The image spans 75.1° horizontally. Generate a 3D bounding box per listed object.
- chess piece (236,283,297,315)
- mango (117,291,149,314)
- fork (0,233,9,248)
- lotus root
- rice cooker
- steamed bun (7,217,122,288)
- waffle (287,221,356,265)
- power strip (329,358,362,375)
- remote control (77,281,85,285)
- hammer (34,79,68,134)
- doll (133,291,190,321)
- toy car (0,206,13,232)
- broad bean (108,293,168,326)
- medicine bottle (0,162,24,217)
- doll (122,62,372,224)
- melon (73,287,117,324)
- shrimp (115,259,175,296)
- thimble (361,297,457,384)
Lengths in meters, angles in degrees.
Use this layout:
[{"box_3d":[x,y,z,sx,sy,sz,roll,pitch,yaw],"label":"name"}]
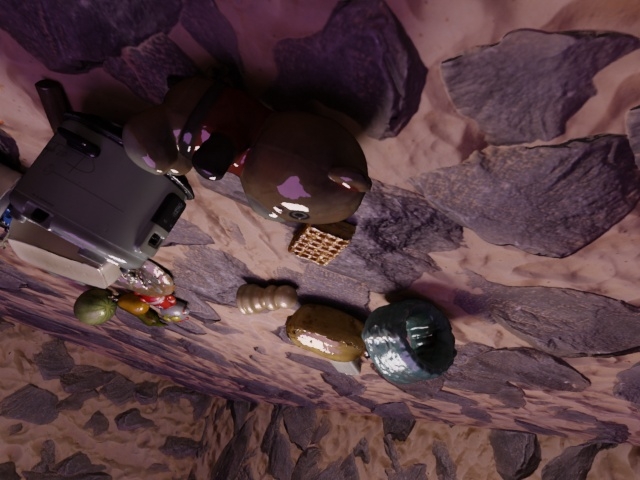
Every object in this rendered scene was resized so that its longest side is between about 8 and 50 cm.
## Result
[{"box_3d":[-0.144,0.162,1.184,0.170,0.094,0.094,-8,144,21],"label":"chess piece"},{"box_3d":[-0.682,0.228,1.525,0.114,0.080,0.060,4,164,6],"label":"mango"},{"box_3d":[-1.001,-0.002,1.327,0.219,0.029,0.034,-16,135,42],"label":"fork"},{"box_3d":[0.034,0.275,1.232,0.283,0.146,0.160,23,170,-1],"label":"lotus root"},{"box_3d":[-0.354,-0.086,0.708,0.241,0.227,0.280,26,167,11],"label":"rice cooker"},{"box_3d":[-0.586,-0.007,1.002,0.241,0.164,0.146,22,148,-7],"label":"steamed bun"},{"box_3d":[0.000,-0.001,0.877,0.102,0.043,0.148,21,150,-14],"label":"waffle"},{"box_3d":[0.079,0.428,1.552,0.098,0.058,0.338,3,149,20],"label":"power strip"},{"box_3d":[-0.827,0.062,1.310,0.145,0.050,0.344,22,154,-8],"label":"remote control"},{"box_3d":[-0.486,-0.159,0.816,0.111,0.044,0.365,2,148,-16],"label":"hammer"},{"box_3d":[-0.546,0.228,1.474,0.142,0.076,0.245,-4,141,23],"label":"doll"},{"box_3d":[-0.863,-0.068,1.121,0.103,0.063,0.216,37,159,-26],"label":"toy car"},{"box_3d":[-0.708,0.284,1.648,0.077,0.061,0.339,9,150,24],"label":"broad bean"},{"box_3d":[-0.833,-0.145,0.851,0.332,0.190,0.189,33,145,-29],"label":"medicine bottle"},{"box_3d":[-0.088,-0.129,0.591,0.329,0.174,0.235,22,180,-8],"label":"doll"},{"box_3d":[-0.858,0.252,1.585,0.192,0.139,0.139,-7,144,35],"label":"melon"},{"box_3d":[-0.583,0.081,1.261,0.164,0.062,0.316,-34,123,31],"label":"shrimp"},{"box_3d":[0.221,0.252,1.049,0.234,0.199,0.143,23,148,-26],"label":"thimble"}]
